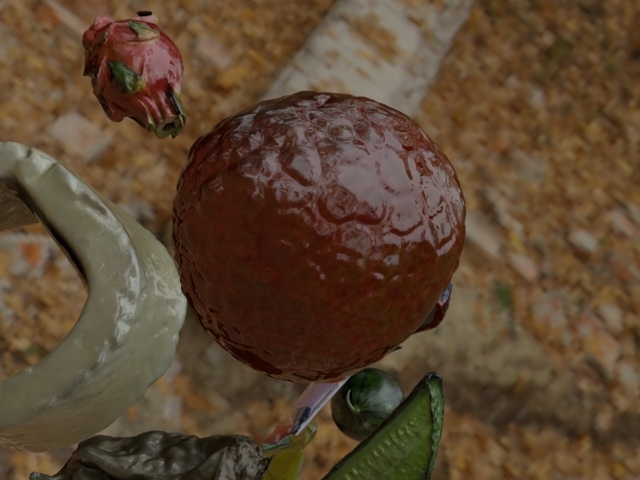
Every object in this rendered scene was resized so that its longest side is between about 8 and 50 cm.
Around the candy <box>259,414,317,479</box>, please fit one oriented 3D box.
[{"bbox_3d":[-0.094,0.355,2.291,0.081,0.297,0.187,38,2,-2],"label":"candy"}]

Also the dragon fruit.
[{"bbox_3d":[-0.150,-0.134,1.373,0.116,0.081,0.086,54,-19,36],"label":"dragon fruit"}]

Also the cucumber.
[{"bbox_3d":[0.054,0.208,1.486,0.070,0.220,0.046,48,21,12],"label":"cucumber"}]

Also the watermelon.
[{"bbox_3d":[0.060,0.215,2.165,0.109,0.109,0.109,34,20,-14],"label":"watermelon"}]

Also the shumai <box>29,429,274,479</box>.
[{"bbox_3d":[-0.181,0.249,1.541,0.185,0.218,0.184,31,45,0],"label":"shumai"}]

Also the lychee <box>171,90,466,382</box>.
[{"bbox_3d":[0.000,0.000,1.388,0.300,0.255,0.255,33,19,-37],"label":"lychee"}]

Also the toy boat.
[{"bbox_3d":[0.042,0.150,2.121,0.072,0.318,0.219,48,-8,-10],"label":"toy boat"}]

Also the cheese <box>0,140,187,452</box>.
[{"bbox_3d":[-0.324,0.052,1.784,0.332,0.292,0.153,51,3,22],"label":"cheese"}]
